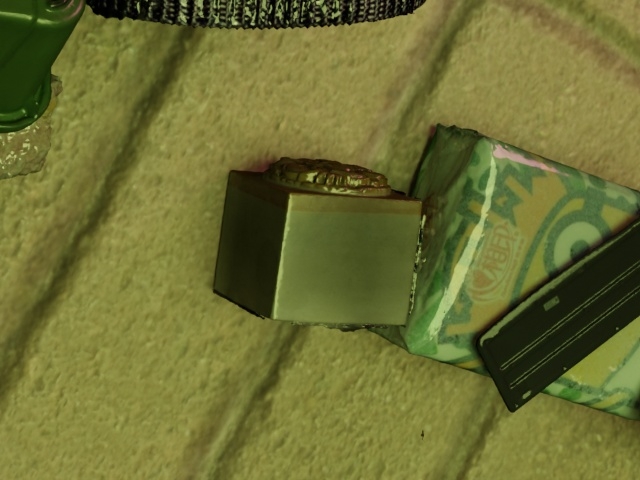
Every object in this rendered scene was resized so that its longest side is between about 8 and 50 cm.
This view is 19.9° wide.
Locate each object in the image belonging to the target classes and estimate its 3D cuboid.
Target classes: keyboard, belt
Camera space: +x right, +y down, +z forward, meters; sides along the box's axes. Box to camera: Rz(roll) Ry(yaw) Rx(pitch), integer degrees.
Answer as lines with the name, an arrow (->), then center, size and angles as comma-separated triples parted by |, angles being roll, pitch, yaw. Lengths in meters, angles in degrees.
keyboard -> 0.234, 0.088, 1.777 | 0.381, 0.041, 0.103 | -38, 116, -20
belt -> -0.056, -0.252, 1.556 | 0.325, 0.260, 0.122 | -8, 111, -26

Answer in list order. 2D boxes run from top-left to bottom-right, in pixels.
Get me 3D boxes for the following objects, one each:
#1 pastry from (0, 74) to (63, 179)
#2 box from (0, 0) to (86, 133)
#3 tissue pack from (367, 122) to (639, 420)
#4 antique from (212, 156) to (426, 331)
pastry -> -0.344, -0.095, 1.530 | 0.265, 0.103, 0.112 | 2, 108, -31
box -> -0.343, -0.238, 1.409 | 0.329, 0.178, 0.252 | 6, 68, -27
tissue pack -> 0.225, 0.034, 1.848 | 0.311, 0.128, 0.228 | 19, 93, -28
antique -> 0.000, 0.000, 1.711 | 0.152, 0.147, 0.148 | 3, 98, -27
